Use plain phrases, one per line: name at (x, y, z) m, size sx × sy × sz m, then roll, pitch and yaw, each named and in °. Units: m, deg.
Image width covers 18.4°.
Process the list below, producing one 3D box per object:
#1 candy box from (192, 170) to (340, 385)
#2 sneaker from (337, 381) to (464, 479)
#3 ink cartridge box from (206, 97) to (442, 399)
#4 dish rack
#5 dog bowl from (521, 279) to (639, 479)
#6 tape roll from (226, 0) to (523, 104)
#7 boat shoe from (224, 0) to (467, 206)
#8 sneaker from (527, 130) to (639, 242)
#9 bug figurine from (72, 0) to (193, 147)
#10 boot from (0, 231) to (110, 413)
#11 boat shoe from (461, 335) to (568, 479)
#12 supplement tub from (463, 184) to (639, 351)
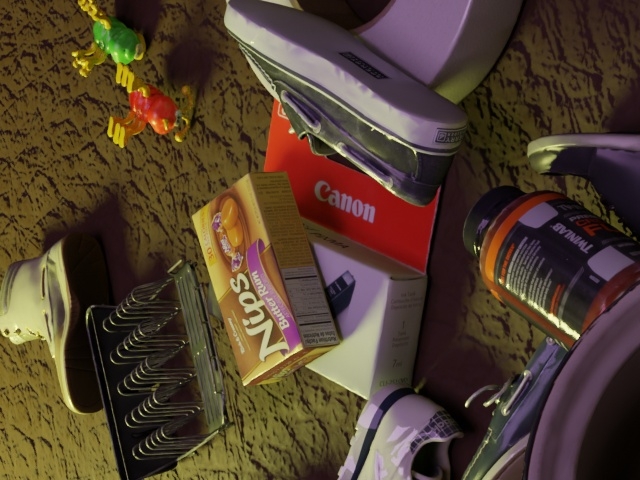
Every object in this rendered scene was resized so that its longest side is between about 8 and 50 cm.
candy box at (-0.055, 0.038, 1.946) m, size 0.109 × 0.053 × 0.186 m, roll -33°, pitch 67°, yaw 46°
sneaker at (0.066, 0.256, 1.889) m, size 0.095 × 0.090 × 0.235 m, roll 31°, pitch 118°, yaw 34°
ink cartridge box at (0.000, 0.000, 1.964) m, size 0.275 × 0.060 × 0.239 m, roll 25°, pitch 113°, yaw 46°
dish rack at (-0.172, 0.140, 2.125) m, size 0.271 × 0.074 × 0.208 m, roll 140°, pitch 117°, yaw -64°
dog bowl at (0.348, 0.195, 1.340) m, size 0.408 × 0.408 × 0.150 m, roll 55°, pitch 171°, yaw 32°
tape roll at (0.043, -0.297, 1.878) m, size 0.392 × 0.072 × 0.392 m, roll 6°, pitch 98°, yaw 50°
boat shoe at (0.009, -0.128, 1.804) m, size 0.301 × 0.108 × 0.102 m, roll 35°, pitch 118°, yaw 35°
sneaker at (0.258, -0.031, 1.633) m, size 0.222 × 0.083 × 0.118 m, roll 5°, pitch 97°, yaw 49°
bug figurine at (-0.192, -0.254, 2.162) m, size 0.216 × 0.072 × 0.279 m, roll 43°, pitch 129°, yaw 47°
boot at (-0.314, 0.111, 2.333) m, size 0.165 × 0.077 × 0.213 m, roll -20°, pitch 72°, yaw 48°
boat shoe at (0.193, 0.138, 1.715) m, size 0.079 × 0.095 × 0.254 m, roll 54°, pitch 129°, yaw 30°
supplement tub at (0.202, 0.026, 1.612) m, size 0.198 × 0.106 × 0.106 m, roll 38°, pitch 121°, yaw 45°
